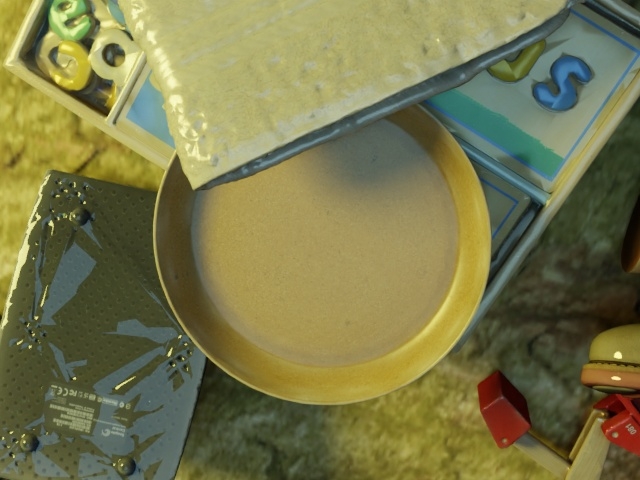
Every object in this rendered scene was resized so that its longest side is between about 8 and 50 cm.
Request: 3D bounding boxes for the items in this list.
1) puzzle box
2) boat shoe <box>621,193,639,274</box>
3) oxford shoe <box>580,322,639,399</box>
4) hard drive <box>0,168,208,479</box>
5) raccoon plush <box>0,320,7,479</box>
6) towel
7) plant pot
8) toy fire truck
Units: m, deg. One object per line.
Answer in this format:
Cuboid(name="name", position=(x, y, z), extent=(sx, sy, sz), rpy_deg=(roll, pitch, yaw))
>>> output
Cuboid(name="puzzle box", position=(0.004, -0.137, 0.576), extent=(0.409, 0.052, 0.272), rpy_deg=(32, 103, 2))
Cuboid(name="boat shoe", position=(0.287, -0.063, 0.578), extent=(0.073, 0.073, 0.206), rpy_deg=(12, 116, 5))
Cuboid(name="oxford shoe", position=(0.359, 0.053, 0.583), extent=(0.349, 0.123, 0.130), rpy_deg=(-5, 80, -4))
Cuboid(name="hard drive", position=(-0.174, 0.081, 0.657), extent=(0.172, 0.054, 0.254), rpy_deg=(12, 89, 4))
Cuboid(name="raccoon plush", position=(-0.329, 0.317, 0.657), extent=(0.216, 0.299, 0.446), rpy_deg=(-19, 103, 13))
Cuboid(name="towel", position=(0.013, -0.169, 0.499), extent=(0.282, 0.049, 0.187), rpy_deg=(-23, 84, 6))
Cuboid(name="plant pot", position=(0.000, 0.000, 0.560), extent=(0.237, 0.032, 0.236), rpy_deg=(2, 102, 10))
Cuboid(name="toy fire truck", position=(0.239, 0.169, 0.668), extent=(0.135, 0.047, 0.192), rpy_deg=(-37, 100, 17))
